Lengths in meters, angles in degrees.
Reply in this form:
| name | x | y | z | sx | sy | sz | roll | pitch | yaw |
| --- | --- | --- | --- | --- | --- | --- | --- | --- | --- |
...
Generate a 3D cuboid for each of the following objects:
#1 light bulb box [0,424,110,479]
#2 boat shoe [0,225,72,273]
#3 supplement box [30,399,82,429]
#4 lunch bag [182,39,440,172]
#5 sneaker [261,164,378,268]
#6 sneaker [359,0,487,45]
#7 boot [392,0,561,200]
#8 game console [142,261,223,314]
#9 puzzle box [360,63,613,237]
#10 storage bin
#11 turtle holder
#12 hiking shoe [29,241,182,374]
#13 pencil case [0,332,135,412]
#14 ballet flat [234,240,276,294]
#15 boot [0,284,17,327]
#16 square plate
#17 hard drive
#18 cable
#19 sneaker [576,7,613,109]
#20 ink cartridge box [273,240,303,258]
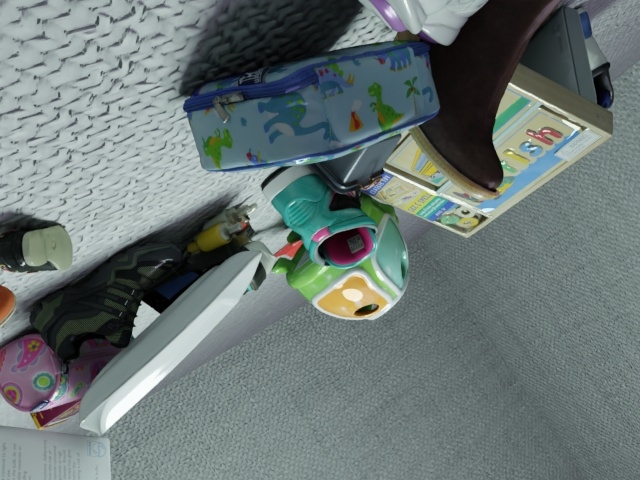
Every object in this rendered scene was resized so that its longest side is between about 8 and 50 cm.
| name | x | y | z | sx | sy | sz | roll | pitch | yaw |
| --- | --- | --- | --- | --- | --- | --- | --- | --- | --- |
| light bulb box | -0.583 | 0.463 | 1.091 | 0.358 | 0.225 | 0.361 | -38 | 139 | 29 |
| boat shoe | -0.296 | 0.009 | 0.720 | 0.042 | 0.049 | 0.133 | -5 | 179 | 2 |
| supplement box | -0.516 | 0.312 | 1.461 | 0.188 | 0.081 | 0.104 | -34 | 171 | 8 |
| lunch bag | -0.010 | -0.131 | 0.662 | 0.219 | 0.090 | 0.176 | -25 | -162 | -37 |
| sneaker | 0.036 | -0.045 | 1.165 | 0.123 | 0.178 | 0.295 | -38 | 171 | 27 |
| sneaker | 0.094 | -0.247 | 0.556 | 0.152 | 0.114 | 0.305 | -44 | 176 | 23 |
| boot | 0.175 | -0.190 | 0.704 | 0.090 | 0.249 | 0.207 | 10 | 140 | -43 |
| game console | -0.229 | 0.062 | 1.138 | 0.122 | 0.107 | 0.071 | -40 | 142 | -31 |
| puzzle box | 0.262 | -0.153 | 1.210 | 0.409 | 0.272 | 0.052 | -47 | -156 | 57 |
| storage bin | 0.066 | -0.139 | 1.079 | 0.135 | 0.098 | 0.091 | -24 | 157 | -48 |
| turtle holder | 0.061 | 0.028 | 1.429 | 0.243 | 0.227 | 0.320 | -46 | -169 | 11 |
| hiking shoe | -0.283 | 0.092 | 0.972 | 0.226 | 0.114 | 0.086 | -32 | 172 | -10 |
| pencil case | -0.404 | 0.203 | 1.136 | 0.124 | 0.124 | 0.284 | -34 | 170 | 7 |
| ballet flat | -0.146 | 0.048 | 1.362 | 0.096 | 0.095 | 0.280 | -41 | -176 | -15 |
| boot | -0.382 | 0.072 | 0.706 | 0.158 | 0.059 | 0.084 | -22 | 161 | -49 |
| square plate | -0.246 | 0.165 | 1.102 | 0.344 | 0.049 | 0.347 | -44 | 176 | -22 |
| hard drive | 0.370 | -0.247 | 1.262 | 0.040 | 0.203 | 0.307 | 10 | 153 | -19 |
| cable | -0.218 | 0.018 | 1.106 | 0.287 | 0.072 | 0.139 | -23 | -168 | 17 |
| sneaker | 0.462 | -0.289 | 1.361 | 0.127 | 0.182 | 0.315 | -29 | 170 | -20 |
| ink cartridge box | 0.000 | 0.000 | 1.724 | 0.181 | 0.056 | 0.224 | -39 | 172 | 31 |
